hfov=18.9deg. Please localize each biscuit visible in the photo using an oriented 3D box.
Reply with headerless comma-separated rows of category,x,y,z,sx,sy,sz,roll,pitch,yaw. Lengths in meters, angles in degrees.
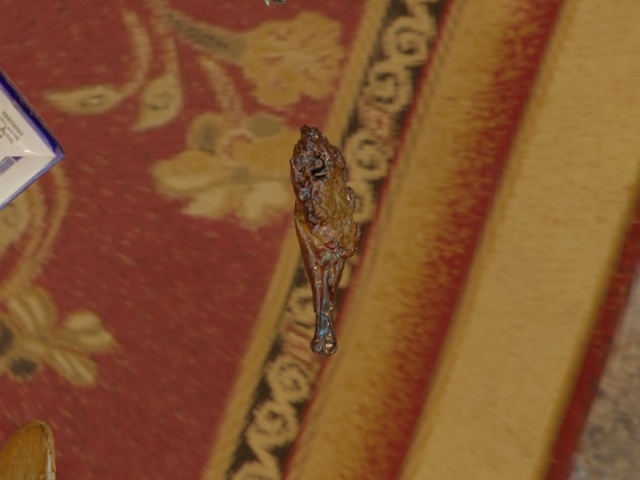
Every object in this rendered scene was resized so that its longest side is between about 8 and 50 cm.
biscuit,-0.255,0.277,1.698,0.029,0.118,0.247,11,55,-32

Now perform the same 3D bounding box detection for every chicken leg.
chicken leg,0.001,-0.002,1.211,0.037,0.062,0.145,0,112,16

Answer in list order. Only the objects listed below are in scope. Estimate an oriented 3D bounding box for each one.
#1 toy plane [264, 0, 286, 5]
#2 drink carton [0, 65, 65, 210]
toy plane,-0.038,-0.244,1.586,0.060,0.235,0.096,-37,78,-2
drink carton,-0.323,-0.127,1.451,0.130,0.315,0.106,-40,133,-4
